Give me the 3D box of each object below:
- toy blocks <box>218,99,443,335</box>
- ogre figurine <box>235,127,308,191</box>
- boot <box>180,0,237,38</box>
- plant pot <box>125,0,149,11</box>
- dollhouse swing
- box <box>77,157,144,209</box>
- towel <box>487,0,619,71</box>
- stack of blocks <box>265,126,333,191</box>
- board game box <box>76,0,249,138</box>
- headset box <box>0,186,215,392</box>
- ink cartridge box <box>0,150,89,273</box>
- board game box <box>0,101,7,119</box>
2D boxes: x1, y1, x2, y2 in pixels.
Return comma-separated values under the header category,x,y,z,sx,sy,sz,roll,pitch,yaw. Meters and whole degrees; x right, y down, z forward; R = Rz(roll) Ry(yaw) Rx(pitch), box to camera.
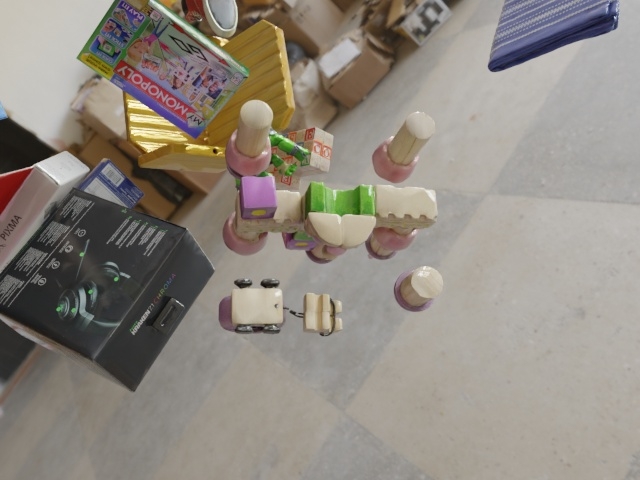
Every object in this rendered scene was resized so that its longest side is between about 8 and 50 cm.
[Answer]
category,x,y,z,sx,sy,sz,roll,pitch,yaw
toy blocks,0.000,0.000,0.900,0.260,0.289,0.308,124,146,-68
ogre figurine,-0.140,-0.189,1.523,0.197,0.118,0.096,-22,32,34
boot,-0.311,-0.618,1.747,0.176,0.089,0.244,-44,63,52
plant pot,-0.323,-0.466,1.131,0.081,0.081,0.083,-57,31,-3
dollhouse swing,-0.287,-0.384,1.593,0.305,0.315,0.346,-23,71,51
box,-0.561,-0.078,1.592,0.037,0.136,0.225,12,59,47
towel,0.448,-0.461,1.193,0.243,0.040,0.335,-14,44,44
stack of blocks,-0.103,-0.258,2.110,0.297,0.087,0.171,-4,74,44
board game box,-0.351,-0.398,1.441,0.213,0.317,0.046,-44,28,26
headset box,-0.349,0.075,1.037,0.283,0.131,0.246,17,62,25
ink cartridge box,-0.582,-0.017,1.180,0.296,0.066,0.261,-48,8,17
board game box,-0.758,-0.304,1.297,0.039,0.160,0.211,-11,16,25
